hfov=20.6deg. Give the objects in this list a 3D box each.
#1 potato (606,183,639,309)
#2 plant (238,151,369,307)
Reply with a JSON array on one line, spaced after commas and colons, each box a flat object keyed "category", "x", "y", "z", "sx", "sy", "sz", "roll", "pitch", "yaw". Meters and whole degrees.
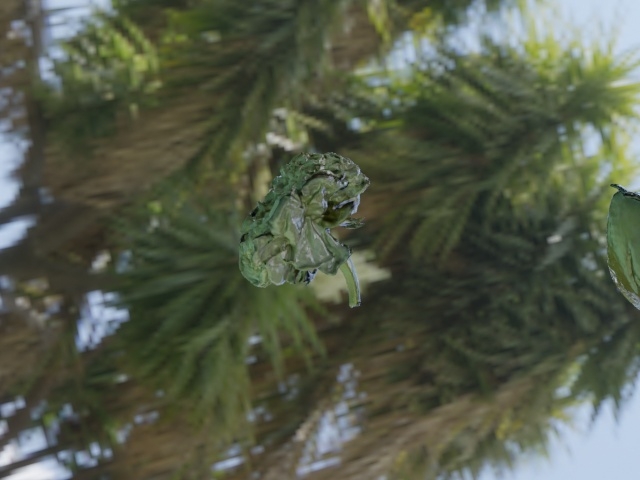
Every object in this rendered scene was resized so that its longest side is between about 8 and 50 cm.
[{"category": "potato", "x": 0.282, "y": 0.014, "z": 1.137, "sx": 0.138, "sy": 0.243, "sz": 0.098, "roll": 20, "pitch": -70, "yaw": 31}, {"category": "plant", "x": 0.000, "y": 0.000, "z": 1.349, "sx": 0.122, "sy": 0.104, "sz": 0.116, "roll": 44, "pitch": -49, "yaw": -8}]
